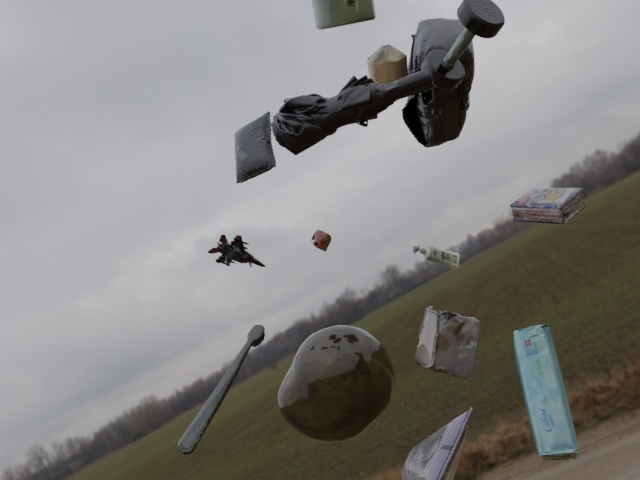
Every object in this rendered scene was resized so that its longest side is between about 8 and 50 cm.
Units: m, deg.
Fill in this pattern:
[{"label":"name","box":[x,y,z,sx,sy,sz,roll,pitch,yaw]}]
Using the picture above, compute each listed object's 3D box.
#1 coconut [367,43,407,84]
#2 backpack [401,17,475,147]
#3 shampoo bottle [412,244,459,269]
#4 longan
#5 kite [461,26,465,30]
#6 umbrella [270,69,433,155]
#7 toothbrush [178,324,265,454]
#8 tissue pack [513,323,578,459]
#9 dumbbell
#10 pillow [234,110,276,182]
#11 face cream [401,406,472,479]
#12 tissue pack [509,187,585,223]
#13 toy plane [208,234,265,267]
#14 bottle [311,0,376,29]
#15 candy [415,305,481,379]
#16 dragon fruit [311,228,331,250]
[{"label":"coconut","box":[0.241,-0.622,2.056,0.147,0.152,0.147,-9,26,4]},{"label":"backpack","box":[0.419,-0.553,2.070,0.255,0.363,0.445,-1,-48,11]},{"label":"shampoo bottle","box":[0.324,0.040,1.604,0.141,0.048,0.034,18,-23,-13]},{"label":"longan","box":[0.055,0.472,1.900,0.405,0.404,0.336,-28,34,-3]},{"label":"kite","box":[0.469,-0.698,1.715,0.010,0.190,0.159,25,-66,-26]},{"label":"umbrella","box":[0.060,-0.271,1.158,0.340,0.118,0.118,-15,-4,18]},{"label":"toothbrush","box":[-0.175,0.267,1.059,0.030,0.030,0.297,8,39,22]},{"label":"tissue pack","box":[0.479,0.330,1.233,0.089,0.263,0.177,-11,-27,18]},{"label":"dumbbell","box":[0.307,-0.428,1.251,0.100,0.100,0.191,-23,-19,-32]},{"label":"pillow","box":[-0.190,-0.261,1.628,0.141,0.208,0.055,-25,-38,24]},{"label":"face cream","box":[0.220,0.416,1.082,0.154,0.096,0.273,-51,-17,-28]},{"label":"tissue pack","box":[0.606,-0.095,1.531,0.116,0.065,0.155,-30,23,-31]},{"label":"toy plane","box":[-0.251,0.049,1.799,0.130,0.189,0.061,-48,24,24]},{"label":"bottle","box":[0.048,-0.889,1.891,0.229,0.351,0.229,-11,20,4]},{"label":"candy","box":[0.352,0.278,1.590,0.137,0.184,0.195,11,-8,-2]},{"label":"dragon fruit","box":[0.000,0.000,1.889,0.056,0.060,0.083,-60,-10,-8]}]
